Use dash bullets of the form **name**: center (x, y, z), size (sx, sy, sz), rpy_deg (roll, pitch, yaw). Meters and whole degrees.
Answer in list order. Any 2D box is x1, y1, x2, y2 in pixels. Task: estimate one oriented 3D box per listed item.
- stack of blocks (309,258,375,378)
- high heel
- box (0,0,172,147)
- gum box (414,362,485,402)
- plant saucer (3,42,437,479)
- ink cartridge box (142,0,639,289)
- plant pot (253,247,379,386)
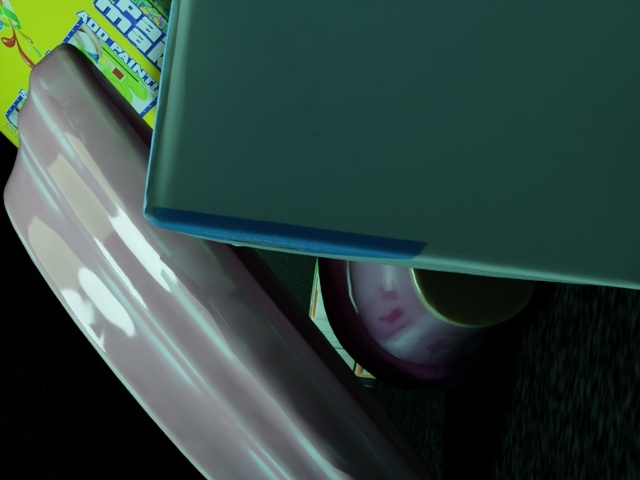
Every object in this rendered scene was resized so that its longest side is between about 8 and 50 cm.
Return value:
- **stack of blocks**: center (0.049, -0.036, 1.301), size (0.297, 0.087, 0.171), rpy_deg (99, 178, -56)
- **high heel**: center (0.044, -0.121, 0.792), size (0.181, 0.127, 0.377), rpy_deg (129, 147, -73)
- **box**: center (-0.073, -0.194, 1.113), size (0.290, 0.177, 0.279), rpy_deg (-49, 8, -28)
- **gum box**: center (0.033, 0.005, 0.936), size (0.157, 0.041, 0.184), rpy_deg (64, -179, -1)
- **plant saucer**: center (-0.060, 0.045, 0.896), size (0.084, 0.332, 0.332), rpy_deg (-39, 1, 0)
- **ink cartridge box**: center (0.028, -0.034, 0.544), size (0.203, 0.148, 0.086), rpy_deg (-175, 92, -89)
- **plant pot**: center (0.000, 0.000, 1.619), size (0.187, 0.188, 0.167), rpy_deg (-83, 13, -55)
